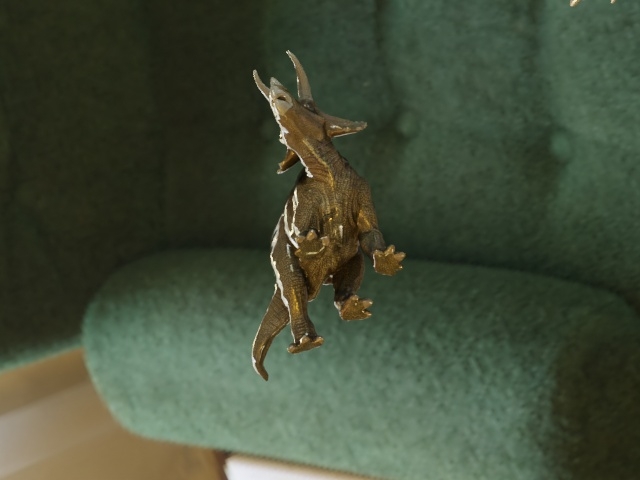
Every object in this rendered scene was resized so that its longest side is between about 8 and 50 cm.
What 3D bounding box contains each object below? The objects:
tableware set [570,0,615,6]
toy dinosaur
[{"bbox_3d":[0.248,-0.280,1.288,0.141,0.020,0.169,144,132,-80],"label":"tableware set"},{"bbox_3d":[0.000,0.000,1.378,0.160,0.121,0.313,-101,13,-47],"label":"toy dinosaur"}]
